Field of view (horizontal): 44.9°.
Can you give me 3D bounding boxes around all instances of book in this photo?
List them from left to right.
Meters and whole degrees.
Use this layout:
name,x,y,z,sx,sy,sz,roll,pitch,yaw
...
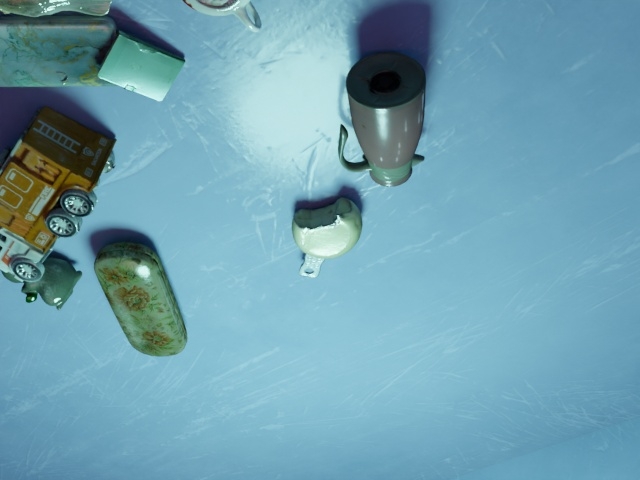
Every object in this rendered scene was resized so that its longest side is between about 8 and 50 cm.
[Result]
name,x,y,z,sx,sy,sz,roll,pitch,yaw
book,-0.336,-0.321,1.445,0.135,0.017,0.103,17,123,-36

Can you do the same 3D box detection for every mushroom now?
name,x,y,z,sx,sy,sz,roll,pitch,yaw
mushroom,-0.463,-0.422,1.348,0.202,0.054,0.059,-1,145,-6

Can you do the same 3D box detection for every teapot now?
name,x,y,z,sx,sy,sz,roll,pitch,yaw
teapot,-0.170,-0.438,1.289,0.145,0.092,0.226,-24,134,29

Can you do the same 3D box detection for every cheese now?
name,x,y,z,sx,sy,sz,roll,pitch,yaw
cheese,0.020,0.005,1.805,0.163,0.071,0.249,-2,138,5

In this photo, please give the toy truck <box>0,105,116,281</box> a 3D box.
name,x,y,z,sx,sy,sz,roll,pitch,yaw
toy truck,-0.604,-0.091,1.636,0.207,0.173,0.387,32,127,-22

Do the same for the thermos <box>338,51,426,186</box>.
name,x,y,z,sx,sy,sz,roll,pitch,yaw
thermos,0.118,-0.215,1.507,0.176,0.146,0.265,-8,144,0

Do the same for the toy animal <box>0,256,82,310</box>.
name,x,y,z,sx,sy,sz,roll,pitch,yaw
toy animal,-0.704,0.069,1.886,0.236,0.138,0.108,40,170,-8

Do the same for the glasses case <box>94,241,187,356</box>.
name,x,y,z,sx,sy,sz,roll,pitch,yaw
glasses case,-0.449,0.160,1.967,0.156,0.098,0.425,1,139,7

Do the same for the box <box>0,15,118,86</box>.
name,x,y,z,sx,sy,sz,roll,pitch,yaw
box,-0.510,-0.348,1.434,0.285,0.044,0.142,0,135,0
